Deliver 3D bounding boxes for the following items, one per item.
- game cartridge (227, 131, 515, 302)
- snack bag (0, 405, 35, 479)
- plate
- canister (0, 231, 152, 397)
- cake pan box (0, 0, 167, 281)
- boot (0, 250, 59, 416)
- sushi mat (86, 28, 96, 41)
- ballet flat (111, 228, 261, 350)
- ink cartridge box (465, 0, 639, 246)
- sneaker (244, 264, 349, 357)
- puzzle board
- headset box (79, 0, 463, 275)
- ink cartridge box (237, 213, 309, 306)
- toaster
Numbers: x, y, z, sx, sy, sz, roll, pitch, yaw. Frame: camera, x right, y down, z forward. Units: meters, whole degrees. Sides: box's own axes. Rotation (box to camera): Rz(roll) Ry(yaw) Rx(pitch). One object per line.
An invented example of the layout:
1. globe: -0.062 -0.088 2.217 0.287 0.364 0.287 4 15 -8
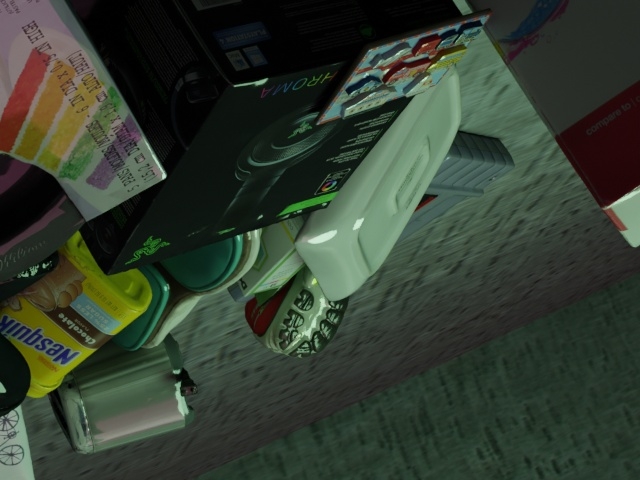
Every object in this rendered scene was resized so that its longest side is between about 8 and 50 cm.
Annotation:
1. game cartridge: 0.064 -0.023 1.875 0.355 0.068 0.230 -34 168 24
2. snack bag: -0.488 0.259 1.579 0.343 0.037 0.323 -16 132 -20
3. plate: 0.076 -0.074 1.473 0.277 0.045 0.278 -60 167 -9
4. canister: -0.270 0.069 1.476 0.170 0.126 0.073 -38 -162 27
5. cake pan box: -0.255 -0.072 0.936 0.246 0.070 0.267 -28 142 -3
6. boot: -0.311 0.065 1.339 0.207 0.094 0.246 -33 139 24
7. sushi mat: -0.226 -0.109 1.148 0.151 0.019 0.316 -30 165 6
8. ballet flat: -0.135 -0.002 1.506 0.139 0.139 0.400 -19 167 -29
9. ink cartridge box: 0.217 -0.164 1.182 0.131 0.306 0.226 -32 165 13
10. sneaker: 0.000 0.000 1.696 0.279 0.118 0.107 -56 134 -8
11. puzzle board: 0.064 -0.129 1.085 0.128 0.011 0.096 -21 160 -35
12. headset box: -0.064 -0.113 1.158 0.246 0.131 0.283 -18 159 -39
13. ink cartridge box: -0.063 -0.012 1.584 0.062 0.109 0.209 -15 161 -38
14. toaster: -0.243 0.165 1.701 0.146 0.129 0.227 -18 -154 -17
